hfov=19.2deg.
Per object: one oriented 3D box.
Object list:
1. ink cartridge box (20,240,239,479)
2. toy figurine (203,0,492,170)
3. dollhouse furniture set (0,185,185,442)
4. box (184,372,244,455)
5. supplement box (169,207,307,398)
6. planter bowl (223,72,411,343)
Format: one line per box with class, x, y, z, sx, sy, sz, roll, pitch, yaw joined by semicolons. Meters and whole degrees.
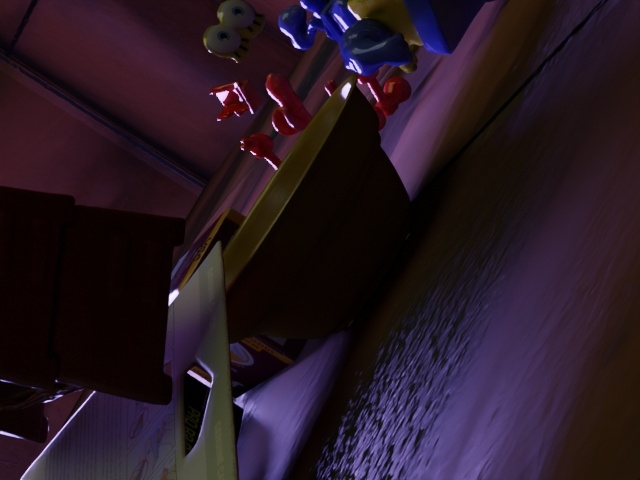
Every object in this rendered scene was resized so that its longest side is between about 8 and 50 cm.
ink cartridge box;-0.103;0.165;1.134;0.239;0.060;0.275;-48;25;22
toy figurine;0.092;-0.199;1.595;0.217;0.191;0.362;-7;34;41
dollhouse furniture set;-0.208;0.168;1.139;0.201;0.152;0.374;-18;63;58
box;-0.146;0.236;1.388;0.216;0.060;0.270;-56;7;13
supplement box;-0.068;0.053;1.480;0.081;0.104;0.188;-60;7;-19
planter bowl;0.000;0.000;1.294;0.217;0.090;0.217;-56;6;9
